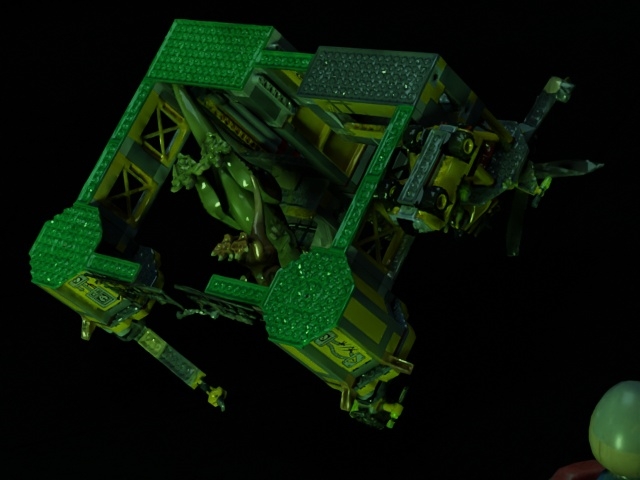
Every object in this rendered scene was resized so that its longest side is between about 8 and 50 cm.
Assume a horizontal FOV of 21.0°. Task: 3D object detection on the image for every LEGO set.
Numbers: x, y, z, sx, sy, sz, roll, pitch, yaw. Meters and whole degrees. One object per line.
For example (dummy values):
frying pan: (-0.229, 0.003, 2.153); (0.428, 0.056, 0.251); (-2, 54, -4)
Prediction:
LEGO set: (0.000, 0.000, 1.098); (0.331, 0.192, 0.255); (1, 62, 40)

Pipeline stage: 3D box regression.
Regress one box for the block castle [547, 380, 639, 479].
block castle: (0.002, 0.205, 0.473); (0.453, 0.213, 0.303); (-12, 19, -25)
